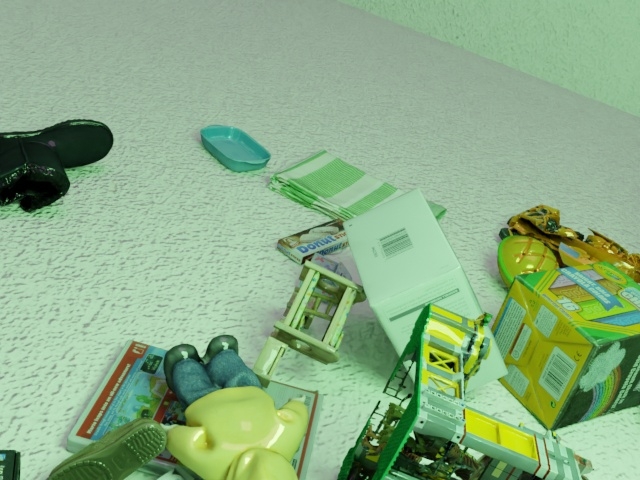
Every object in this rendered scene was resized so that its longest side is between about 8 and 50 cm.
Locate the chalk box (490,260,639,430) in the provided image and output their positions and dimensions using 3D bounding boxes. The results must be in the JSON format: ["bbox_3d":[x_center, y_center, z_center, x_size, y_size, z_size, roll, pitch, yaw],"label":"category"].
[{"bbox_3d":[0.437,0.157,1.251,0.289,0.180,0.179,-5,35,-34],"label":"chalk box"}]

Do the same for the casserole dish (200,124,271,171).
[{"bbox_3d":[-0.190,-0.199,1.713,0.114,0.037,0.188,-11,38,-38],"label":"casserole dish"}]

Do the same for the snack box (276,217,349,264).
[{"bbox_3d":[0.000,0.000,1.472,0.064,0.022,0.178,34,34,28],"label":"snack box"}]

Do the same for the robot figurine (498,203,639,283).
[{"bbox_3d":[0.522,0.013,1.628,0.291,0.085,0.211,34,33,29],"label":"robot figurine"}]

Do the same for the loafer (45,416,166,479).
[{"bbox_3d":[-0.239,0.247,0.872,0.148,0.056,0.050,-27,12,-7],"label":"loafer"}]

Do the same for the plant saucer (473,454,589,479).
[{"bbox_3d":[0.279,0.348,0.991,0.199,0.036,0.198,11,29,-6],"label":"plant saucer"}]

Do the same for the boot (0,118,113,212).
[{"bbox_3d":[-0.476,-0.134,1.405,0.247,0.094,0.207,-10,34,-26],"label":"boot"}]

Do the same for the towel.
[{"bbox_3d":[0.082,-0.096,1.661,0.325,0.038,0.248,26,30,19],"label":"towel"}]

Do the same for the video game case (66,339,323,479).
[{"bbox_3d":[-0.148,0.231,1.004,0.285,0.025,0.204,16,30,1],"label":"video game case"}]

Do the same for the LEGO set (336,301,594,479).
[{"bbox_3d":[0.144,0.251,0.829,0.192,0.331,0.255,23,16,-2],"label":"LEGO set"}]

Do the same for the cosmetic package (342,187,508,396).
[{"bbox_3d":[0.155,0.083,1.170,0.138,0.224,0.224,-24,33,6],"label":"cosmetic package"}]

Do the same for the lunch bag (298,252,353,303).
[{"bbox_3d":[0.013,0.067,1.336,0.083,0.053,0.071,27,32,2],"label":"lunch bag"}]

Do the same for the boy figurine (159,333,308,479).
[{"bbox_3d":[-0.089,0.223,0.905,0.177,0.092,0.285,-12,36,-24],"label":"boy figurine"}]

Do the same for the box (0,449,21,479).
[{"bbox_3d":[-0.390,0.282,0.751,0.180,0.077,0.147,5,32,-18],"label":"box"}]

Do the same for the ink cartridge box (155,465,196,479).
[{"bbox_3d":[-0.151,0.347,0.785,0.208,0.045,0.206,32,32,26],"label":"ink cartridge box"}]

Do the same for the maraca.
[{"bbox_3d":[0.405,0.070,1.473,0.127,0.099,0.185,-17,67,-32],"label":"maraca"}]

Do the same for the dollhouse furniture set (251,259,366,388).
[{"bbox_3d":[-0.023,0.153,1.128,0.101,0.161,0.181,25,63,2],"label":"dollhouse furniture set"}]
